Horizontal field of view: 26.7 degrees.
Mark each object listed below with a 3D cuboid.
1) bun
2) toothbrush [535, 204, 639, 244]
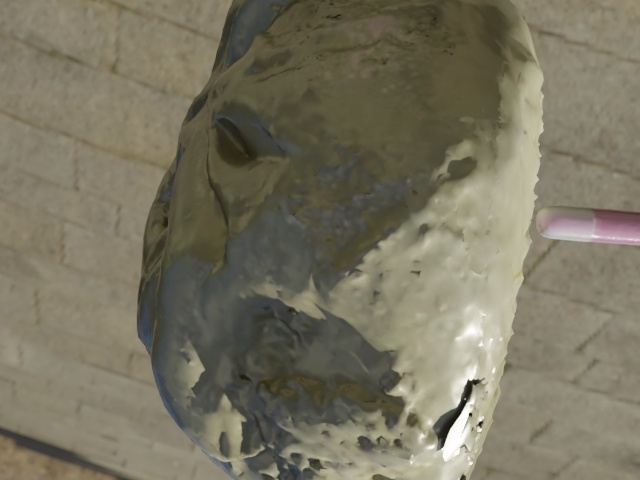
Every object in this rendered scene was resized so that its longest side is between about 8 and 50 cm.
[{"bbox_3d":[0.000,0.000,0.795,0.211,0.359,0.359,9,153,-3],"label":"bun"},{"bbox_3d":[0.256,-0.002,0.784,0.286,0.020,0.025,4,177,-16],"label":"toothbrush"}]
